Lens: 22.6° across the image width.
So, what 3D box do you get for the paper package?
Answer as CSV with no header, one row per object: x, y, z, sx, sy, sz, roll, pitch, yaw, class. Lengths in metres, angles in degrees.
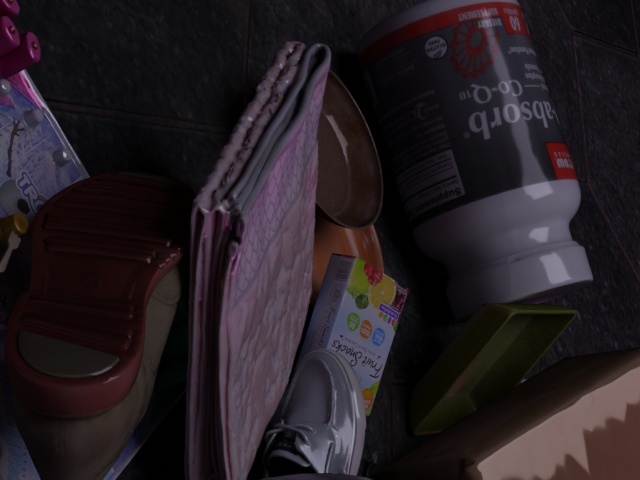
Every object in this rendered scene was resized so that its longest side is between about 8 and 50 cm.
0.271,0.306,1.707,0.324,0.168,0.310,-26,95,-35,paper package

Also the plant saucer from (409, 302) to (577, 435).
0.186,0.135,1.818,0.045,0.188,0.188,46,20,24,plant saucer

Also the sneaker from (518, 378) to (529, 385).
0.272,0.230,1.990,0.144,0.059,0.053,57,28,-22,sneaker

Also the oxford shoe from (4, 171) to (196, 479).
-0.170,0.058,1.228,0.348,0.123,0.130,-73,171,-60,oxford shoe

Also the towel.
-0.051,0.027,1.404,0.332,0.053,0.317,-67,164,-57,towel

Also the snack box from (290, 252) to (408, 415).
0.031,0.096,1.634,0.100,0.037,0.141,31,72,-46,snack box

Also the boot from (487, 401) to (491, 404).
0.280,0.314,1.928,0.269,0.089,0.236,14,70,-56,boot

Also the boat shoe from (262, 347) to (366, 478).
-0.013,0.204,1.467,0.081,0.079,0.228,32,58,-54,boat shoe

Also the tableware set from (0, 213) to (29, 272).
-0.273,-0.052,1.186,0.154,0.024,0.104,52,29,-24,tableware set

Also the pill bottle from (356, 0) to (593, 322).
0.189,-0.098,1.918,0.210,0.210,0.363,-1,72,-60,pill bottle

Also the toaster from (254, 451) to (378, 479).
0.011,0.281,1.361,0.168,0.110,0.186,8,93,-46,toaster

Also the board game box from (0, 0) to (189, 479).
-0.251,0.028,1.242,0.390,0.050,0.390,60,29,-14,board game box

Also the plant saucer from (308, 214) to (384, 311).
0.000,0.000,1.706,0.200,0.037,0.200,39,40,-43,plant saucer

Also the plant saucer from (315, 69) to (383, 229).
-0.002,-0.099,1.694,0.198,0.036,0.199,37,41,-42,plant saucer
